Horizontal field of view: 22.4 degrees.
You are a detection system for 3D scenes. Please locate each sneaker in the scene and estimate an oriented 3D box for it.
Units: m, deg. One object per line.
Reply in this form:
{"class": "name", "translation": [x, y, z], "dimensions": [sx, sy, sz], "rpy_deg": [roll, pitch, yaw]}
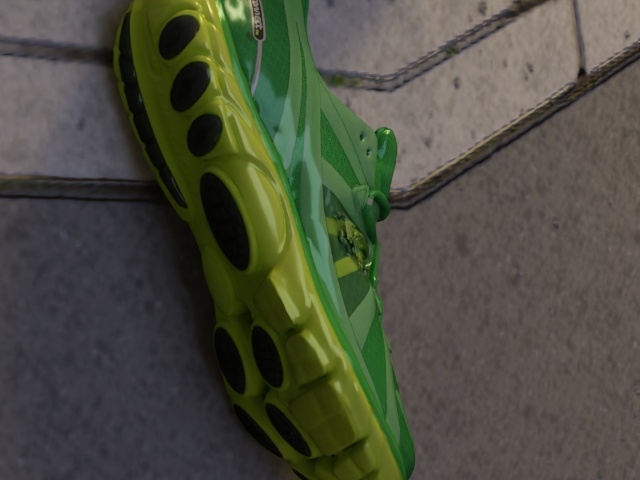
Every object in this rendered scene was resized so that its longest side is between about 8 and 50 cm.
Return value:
{"class": "sneaker", "translation": [0.000, 0.000, 0.807], "dimensions": [0.123, 0.109, 0.295], "rpy_deg": [-28, 109, -33]}
